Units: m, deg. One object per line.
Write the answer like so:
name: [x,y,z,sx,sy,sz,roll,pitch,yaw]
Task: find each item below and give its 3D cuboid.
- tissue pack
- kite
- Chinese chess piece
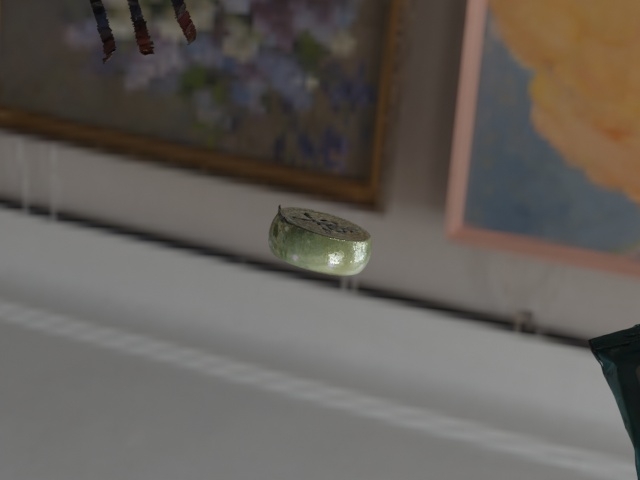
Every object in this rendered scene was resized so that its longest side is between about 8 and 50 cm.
tissue pack: [0.229,0.111,1.285,0.085,0.028,0.138,-15,-122,5]
kite: [-0.160,-0.237,1.635,0.141,0.015,0.245,-18,-129,1]
Chinese chess piece: [0.000,0.000,1.597,0.084,0.034,0.084,15,-166,-4]
